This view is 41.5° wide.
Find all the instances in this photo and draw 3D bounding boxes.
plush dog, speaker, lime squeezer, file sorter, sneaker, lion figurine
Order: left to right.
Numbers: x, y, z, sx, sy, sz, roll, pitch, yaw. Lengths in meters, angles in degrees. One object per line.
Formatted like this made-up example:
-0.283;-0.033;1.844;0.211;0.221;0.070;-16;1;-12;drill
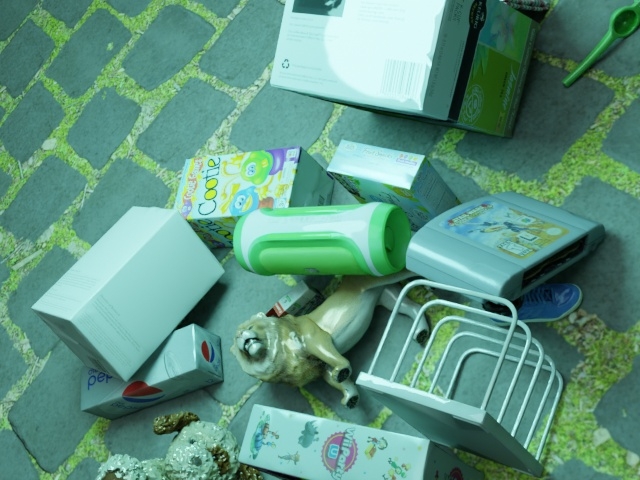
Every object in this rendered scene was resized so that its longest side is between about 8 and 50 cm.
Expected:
-0.227;0.425;1.478;0.262;0.211;0.225;32;69;11;plush dog
0.000;0.000;1.446;0.296;0.131;0.131;-1;66;32;speaker
0.043;0.130;1.474;0.392;0.142;0.240;-37;43;-13;lion figurine
0.220;0.202;1.227;0.192;0.278;0.173;13;69;36;file sorter
0.329;0.092;1.332;0.152;0.084;0.058;-13;60;26;sneaker
0.522;-0.411;1.489;0.110;0.059;0.310;15;76;36;lime squeezer

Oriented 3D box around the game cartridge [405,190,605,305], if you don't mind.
0.280;0.001;1.309;0.198;0.297;0.062;29;128;35;game cartridge

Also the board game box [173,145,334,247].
-0.134;-0.081;1.672;0.275;0.142;0.144;-3;65;31;board game box

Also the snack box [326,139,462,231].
0.137;-0.085;1.465;0.174;0.207;0.070;17;76;36;snack box

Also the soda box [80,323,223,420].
-0.333;0.261;1.654;0.286;0.091;0.098;-21;57;22;soda box

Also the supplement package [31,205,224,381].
-0.366;0.094;1.632;0.177;0.175;0.293;6;48;49;supplement package

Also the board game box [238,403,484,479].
0.063;0.345;1.281;0.303;0.224;0.098;2;67;33;board game box

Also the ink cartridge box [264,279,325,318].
-0.053;0.128;1.566;0.115;0.063;0.029;-43;52;7;ink cartridge box

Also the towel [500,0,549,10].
0.320;-0.445;1.558;0.144;0.197;0.029;19;111;34;towel

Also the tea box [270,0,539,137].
0.150;-0.327;1.477;0.329;0.323;0.220;18;100;38;tea box
